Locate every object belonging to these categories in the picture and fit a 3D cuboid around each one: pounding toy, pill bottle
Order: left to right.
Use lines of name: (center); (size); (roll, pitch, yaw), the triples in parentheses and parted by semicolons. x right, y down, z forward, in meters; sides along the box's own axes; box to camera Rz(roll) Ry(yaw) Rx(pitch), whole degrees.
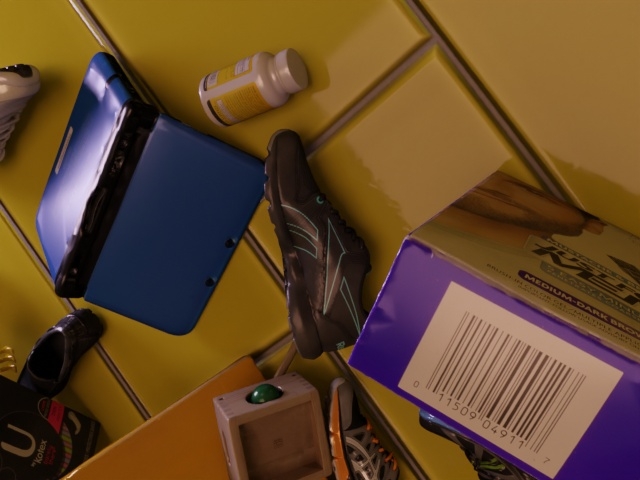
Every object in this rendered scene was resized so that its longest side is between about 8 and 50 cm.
pill bottle: (-0.075, -0.177, 0.727); (0.116, 0.065, 0.065); (-14, 97, 27)
pounding toy: (-0.056, 0.213, 0.764); (0.100, 0.130, 0.141); (-164, 63, -66)

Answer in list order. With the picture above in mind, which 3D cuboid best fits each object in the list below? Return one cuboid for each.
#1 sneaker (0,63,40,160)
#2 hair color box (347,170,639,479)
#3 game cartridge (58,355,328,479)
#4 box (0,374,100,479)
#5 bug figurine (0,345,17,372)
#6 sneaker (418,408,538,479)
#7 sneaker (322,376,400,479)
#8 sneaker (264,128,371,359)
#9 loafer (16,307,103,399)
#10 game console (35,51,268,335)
sneaker: (-0.481, -0.162, 0.899); (0.292, 0.110, 0.118); (-16, 104, 35)
hair color box: (0.176, 0.044, 0.516); (0.185, 0.339, 0.110); (29, 111, 15)
game cartridge: (-0.148, 0.347, 0.775); (0.285, 0.323, 0.052); (58, 159, 2)
box: (-0.478, 0.301, 0.897); (0.143, 0.165, 0.270); (-39, 123, 20)
bug figurine: (-0.586, 0.205, 1.016); (0.279, 0.072, 0.216); (10, 113, 35)
sneaker: (0.191, 0.248, 0.712); (0.188, 0.067, 0.078); (30, 107, 11)
sneaker: (0.054, 0.271, 0.782); (0.083, 0.084, 0.215); (-13, 92, -3)
sneaker: (0.000, 0.000, 0.737); (0.106, 0.101, 0.268); (-11, 98, 4)
loafer: (-0.413, 0.185, 0.960); (0.076, 0.078, 0.223); (48, 117, 7)
game console: (-0.240, -0.057, 0.853); (0.250, 0.173, 0.293); (52, 121, 40)
